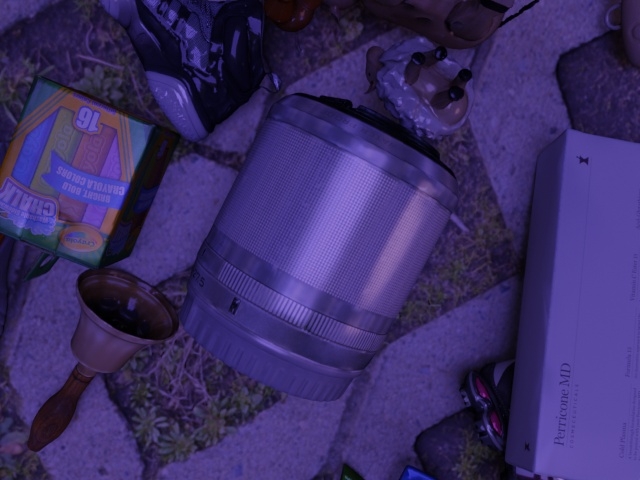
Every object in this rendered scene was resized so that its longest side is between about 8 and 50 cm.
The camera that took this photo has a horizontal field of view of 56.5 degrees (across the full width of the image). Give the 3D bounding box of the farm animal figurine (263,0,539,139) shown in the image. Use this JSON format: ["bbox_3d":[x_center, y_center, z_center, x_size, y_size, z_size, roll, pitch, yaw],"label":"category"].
[{"bbox_3d":[0.071,-0.311,0.635,0.327,0.172,0.330,33,80,-8],"label":"farm animal figurine"}]

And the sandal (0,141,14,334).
[{"bbox_3d":[-0.402,0.015,0.674,0.076,0.102,0.265,12,98,-5],"label":"sandal"}]

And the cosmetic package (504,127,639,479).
[{"bbox_3d":[0.378,0.086,0.666,0.285,0.097,0.377,12,77,-1],"label":"cosmetic package"}]

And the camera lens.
[{"bbox_3d":[0.000,0.000,0.636,0.220,0.219,0.274,27,94,-6],"label":"camera lens"}]

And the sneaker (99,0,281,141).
[{"bbox_3d":[-0.149,-0.258,0.663,0.153,0.101,0.268,-27,103,-1],"label":"sneaker"}]

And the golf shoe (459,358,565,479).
[{"bbox_3d":[0.262,0.273,0.700,0.120,0.105,0.272,-19,77,5],"label":"golf shoe"}]

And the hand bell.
[{"bbox_3d":[-0.286,0.164,0.708,0.126,0.126,0.242,35,104,-6],"label":"hand bell"}]

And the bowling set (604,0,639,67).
[{"bbox_3d":[0.488,-0.317,0.679,0.287,0.200,0.154,-14,93,41],"label":"bowling set"}]

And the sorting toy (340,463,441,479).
[{"bbox_3d":[0.062,0.446,0.776,0.196,0.047,0.347,12,95,0],"label":"sorting toy"}]

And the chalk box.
[{"bbox_3d":[-0.266,-0.050,0.660,0.132,0.132,0.213,22,95,-5],"label":"chalk box"}]
